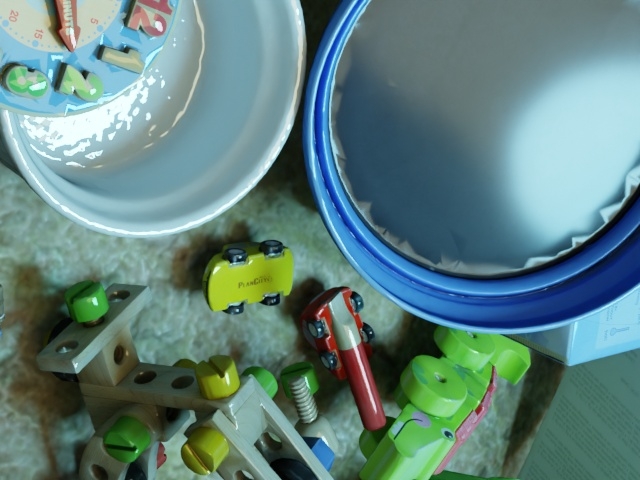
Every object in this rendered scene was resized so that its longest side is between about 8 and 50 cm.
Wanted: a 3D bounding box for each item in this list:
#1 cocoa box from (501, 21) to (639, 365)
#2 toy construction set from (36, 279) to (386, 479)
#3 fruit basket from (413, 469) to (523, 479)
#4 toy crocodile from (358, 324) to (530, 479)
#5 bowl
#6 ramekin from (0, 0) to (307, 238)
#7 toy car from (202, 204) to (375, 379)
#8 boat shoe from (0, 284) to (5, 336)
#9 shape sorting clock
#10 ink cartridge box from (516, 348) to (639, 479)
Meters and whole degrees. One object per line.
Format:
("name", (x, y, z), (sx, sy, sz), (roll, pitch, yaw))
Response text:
("cocoa box", (0.273, -0.080, 1.555), (0.231, 0.228, 0.347), (-9, 112, -37))
("toy construction set", (-0.102, 0.126, 1.326), (0.309, 0.257, 0.237), (-27, 112, -28))
("fruit basket", (0.160, 0.442, 1.571), (0.283, 0.392, 0.392), (-18, 117, -33))
("toy crocodile", (0.127, 0.168, 1.542), (0.115, 0.105, 0.340), (-58, 172, 25))
("bowl", (0.171, -0.111, 1.325), (0.391, 0.077, 0.391), (-4, 109, -12))
("ramekin", (-0.161, -0.150, 1.224), (0.277, 0.135, 0.277), (-12, 110, -34))
("toy car", (0.000, 0.000, 1.480), (0.239, 0.053, 0.225), (31, 85, -43))
("boat shoe", (-0.337, 0.049, 1.221), (0.183, 0.066, 0.066), (11, 95, -51))
("shape sorting clock", (-0.190, -0.190, 1.080), (0.206, 0.040, 0.206), (-11, 109, -34))
("ink cartridge box", (0.348, 0.309, 1.657), (0.091, 0.308, 0.385), (3, 118, -31))
